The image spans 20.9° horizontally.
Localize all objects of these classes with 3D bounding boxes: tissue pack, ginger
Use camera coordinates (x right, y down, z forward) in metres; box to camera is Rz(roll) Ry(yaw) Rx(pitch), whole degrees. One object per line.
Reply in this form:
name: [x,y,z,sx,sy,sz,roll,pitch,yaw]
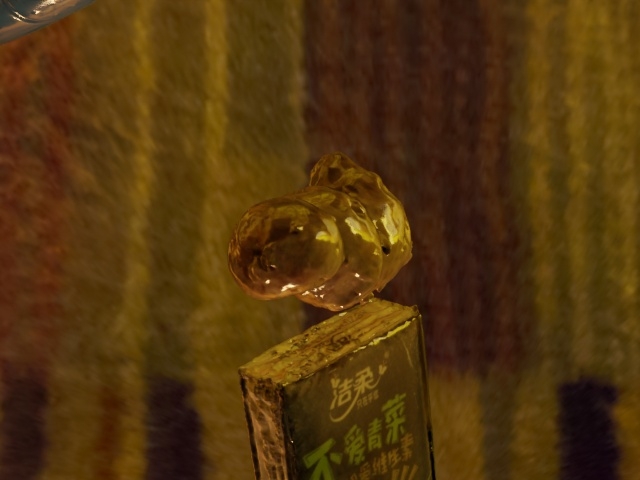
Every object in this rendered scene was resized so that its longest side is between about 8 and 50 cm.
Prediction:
tissue pack: [0.021,0.186,1.466,0.173,0.073,0.235,-27,119,-39]
ginger: [0.000,0.000,1.168,0.080,0.204,0.104,-24,92,23]

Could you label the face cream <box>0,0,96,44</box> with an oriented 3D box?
face cream: [-0.083,-0.190,0.830,0.264,0.083,0.149,-28,44,23]
